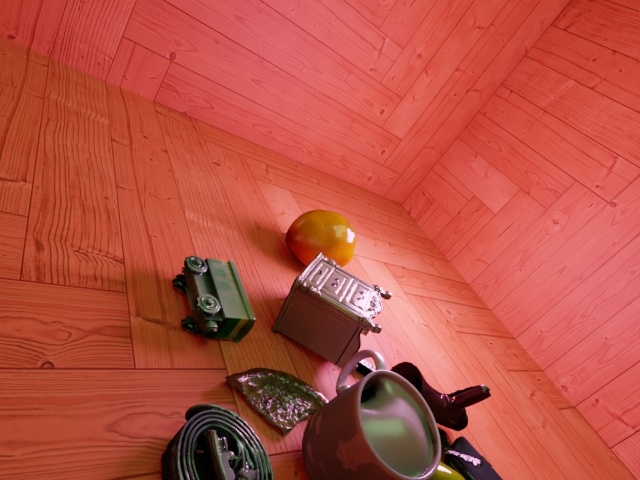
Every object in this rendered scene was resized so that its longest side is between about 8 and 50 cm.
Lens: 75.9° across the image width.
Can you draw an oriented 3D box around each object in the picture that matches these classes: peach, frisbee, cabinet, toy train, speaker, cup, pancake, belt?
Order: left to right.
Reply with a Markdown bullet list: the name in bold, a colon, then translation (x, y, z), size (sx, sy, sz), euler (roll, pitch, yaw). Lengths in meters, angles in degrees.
- **toy train**: translation (-0.329, 0.172, 1.263), size (0.202, 0.120, 0.300), euler (17, 31, -42)
- **belt**: translation (-0.220, 0.474, 0.868), size (0.207, 0.116, 0.267), euler (-9, 53, -52)
- **pancake**: translation (-0.102, 0.446, 1.159), size (0.377, 0.054, 0.197), euler (23, 28, -26)
- **peach**: translation (-0.001, 0.001, 1.852), size (0.308, 0.288, 0.289), euler (-8, 34, -3)
- **cabinet**: translation (0.052, 0.244, 1.451), size (0.318, 0.227, 0.290), euler (29, 22, 7)
- **toy train**: translation (0.126, 0.441, 1.487), size (0.208, 0.043, 0.047), euler (35, 24, -5)
- **cup**: translation (0.105, 0.469, 1.069), size (0.260, 0.274, 0.356), euler (24, 38, -28)
- **speaker**: translation (0.410, 0.536, 1.433), size (0.330, 0.259, 0.198), euler (25, 14, -23)
- **frisbee**: translation (0.414, 0.700, 1.369), size (0.188, 0.012, 0.211), euler (1, 10, -33)

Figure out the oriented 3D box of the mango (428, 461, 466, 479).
- **mango**: translation (0.275, 0.634, 1.087), size (0.175, 0.293, 0.142), euler (30, 66, -11)

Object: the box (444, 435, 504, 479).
- **box**: translation (0.533, 0.797, 1.392), size (0.230, 0.050, 0.160), euler (46, 26, 21)
